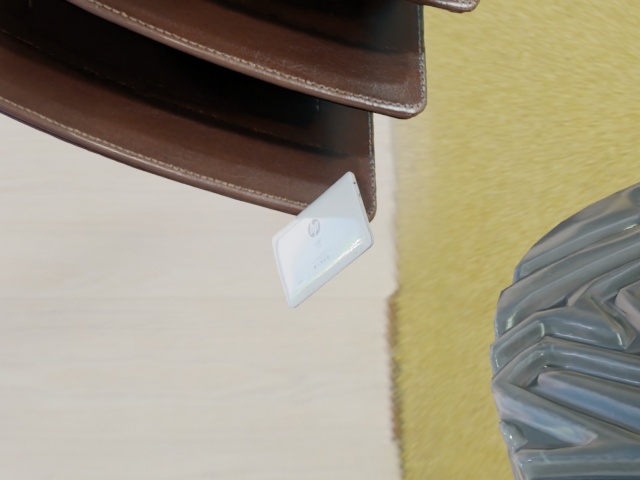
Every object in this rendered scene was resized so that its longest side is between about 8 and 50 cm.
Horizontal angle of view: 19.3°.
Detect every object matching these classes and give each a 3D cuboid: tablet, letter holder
[{"bbox_3d":[0.000,0.000,1.173,0.083,0.006,0.054,-39,54,37],"label":"tablet"},{"bbox_3d":[-0.064,-0.158,1.177,0.302,0.214,0.152,19,140,-22],"label":"letter holder"}]

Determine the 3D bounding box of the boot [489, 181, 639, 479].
[{"bbox_3d":[0.182,0.239,0.483,0.146,0.367,0.445,-19,120,-3],"label":"boot"}]
